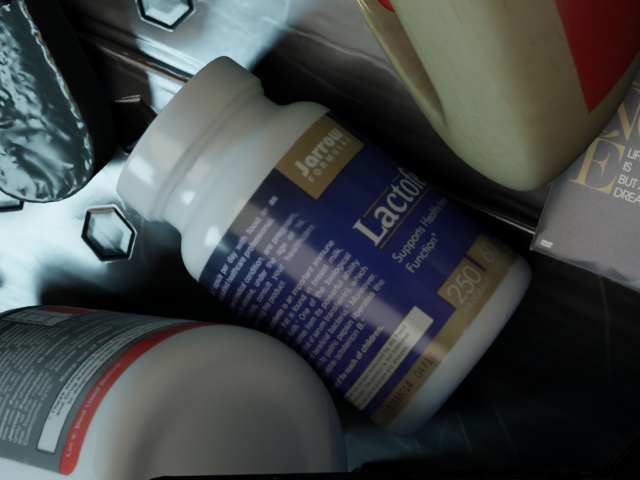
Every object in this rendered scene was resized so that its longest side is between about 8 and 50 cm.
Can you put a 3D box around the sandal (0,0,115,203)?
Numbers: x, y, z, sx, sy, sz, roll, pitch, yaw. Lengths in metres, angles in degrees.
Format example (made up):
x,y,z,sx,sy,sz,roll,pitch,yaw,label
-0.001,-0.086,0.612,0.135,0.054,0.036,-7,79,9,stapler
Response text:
x,y,z,sx,sy,sz,roll,pitch,yaw,label
-0.296,-0.212,1.056,0.167,0.107,0.446,-18,111,36,sandal

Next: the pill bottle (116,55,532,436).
x,y,z,sx,sy,sz,roll,pitch,yaw,label
0.000,0.000,1.029,0.265,0.153,0.153,37,121,3,pill bottle

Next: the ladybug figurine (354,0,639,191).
x,y,z,sx,sy,sz,roll,pitch,yaw,label
0.068,-0.223,0.818,0.162,0.305,0.449,-31,133,2,ladybug figurine

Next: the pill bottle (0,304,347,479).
x,y,z,sx,sy,sz,roll,pitch,yaw,label
-0.169,0.153,1.076,0.363,0.210,0.210,3,116,50,pill bottle

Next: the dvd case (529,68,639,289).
x,y,z,sx,sy,sz,roll,pitch,yaw,label
0.245,-0.069,0.940,0.164,0.018,0.221,21,102,14,dvd case

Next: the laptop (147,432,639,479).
x,y,z,sx,sy,sz,roll,pitch,yaw,label
0.111,0.259,0.977,0.408,0.236,0.382,-1,113,2,laptop

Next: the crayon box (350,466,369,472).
x,y,z,sx,sy,sz,roll,pitch,yaw,label
-0.019,0.310,1.101,0.081,0.278,0.165,29,121,12,crayon box
